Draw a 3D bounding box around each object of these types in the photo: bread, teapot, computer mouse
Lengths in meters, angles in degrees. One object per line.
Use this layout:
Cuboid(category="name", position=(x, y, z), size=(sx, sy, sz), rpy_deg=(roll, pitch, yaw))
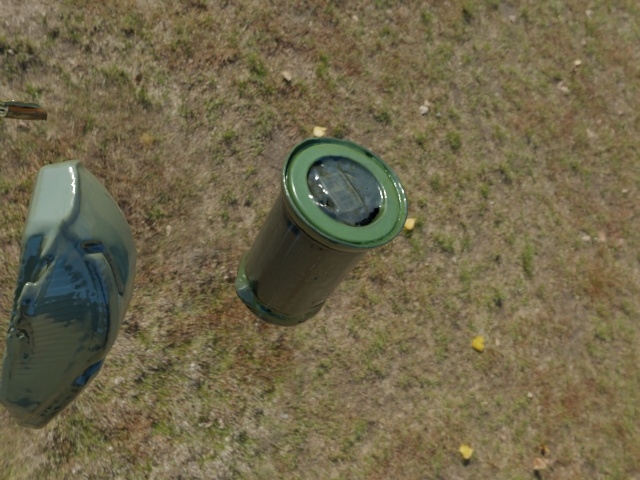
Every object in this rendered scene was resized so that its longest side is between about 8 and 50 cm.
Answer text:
Cuboid(category="bread", position=(-0.567, -0.246, 0.953), size=(0.083, 0.047, 0.036), rpy_deg=(-15, 119, -65))
Cuboid(category="teapot", position=(0.000, 0.000, 0.874), size=(0.270, 0.337, 0.200), rpy_deg=(-22, 70, -35))
Cuboid(category="computer mouse", position=(-0.344, 0.083, 0.701), size=(0.145, 0.429, 0.228), rpy_deg=(9, 35, -30))
